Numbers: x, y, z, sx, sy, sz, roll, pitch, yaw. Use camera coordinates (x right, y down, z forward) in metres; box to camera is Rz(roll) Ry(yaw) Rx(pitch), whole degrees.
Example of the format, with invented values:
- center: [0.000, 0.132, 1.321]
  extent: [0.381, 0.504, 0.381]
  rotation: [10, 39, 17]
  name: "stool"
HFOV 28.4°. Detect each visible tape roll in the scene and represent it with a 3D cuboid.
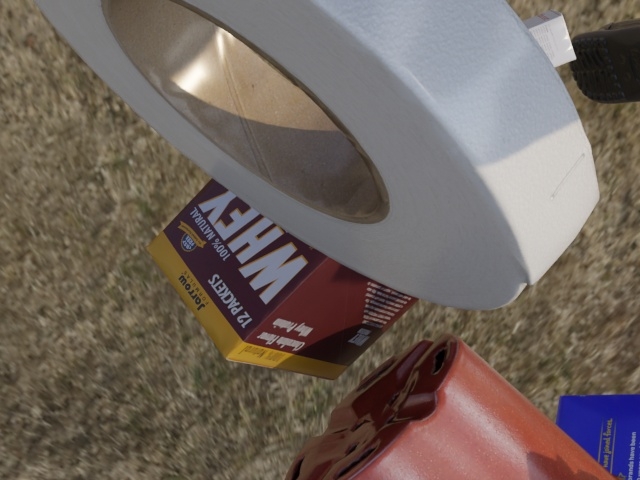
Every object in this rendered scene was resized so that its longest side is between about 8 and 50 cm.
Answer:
- center: [-0.024, -0.101, 0.742]
  extent: [0.392, 0.392, 0.072]
  rotation: [36, 76, 9]
  name: "tape roll"

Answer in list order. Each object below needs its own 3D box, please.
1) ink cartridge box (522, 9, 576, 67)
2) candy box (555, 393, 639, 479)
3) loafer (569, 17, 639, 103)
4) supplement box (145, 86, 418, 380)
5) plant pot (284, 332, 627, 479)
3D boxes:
- center: [0.220, -0.215, 1.468]
  extent: [0.135, 0.099, 0.056]
  rotation: [-21, 101, 8]
  name: "ink cartridge box"
- center: [0.425, 0.313, 1.447]
  extent: [0.317, 0.122, 0.268]
  rotation: [-3, 56, 26]
  name: "candy box"
- center: [0.473, -0.246, 1.607]
  extent: [0.130, 0.366, 0.134]
  rotation: [-29, 114, -23]
  name: "loafer"
- center: [0.000, 0.000, 1.066]
  extent: [0.194, 0.191, 0.129]
  rotation: [-45, 63, 13]
  name: "supplement box"
- center: [0.126, 0.237, 1.057]
  extent: [0.272, 0.272, 0.265]
  rotation: [-44, 98, -11]
  name: "plant pot"
